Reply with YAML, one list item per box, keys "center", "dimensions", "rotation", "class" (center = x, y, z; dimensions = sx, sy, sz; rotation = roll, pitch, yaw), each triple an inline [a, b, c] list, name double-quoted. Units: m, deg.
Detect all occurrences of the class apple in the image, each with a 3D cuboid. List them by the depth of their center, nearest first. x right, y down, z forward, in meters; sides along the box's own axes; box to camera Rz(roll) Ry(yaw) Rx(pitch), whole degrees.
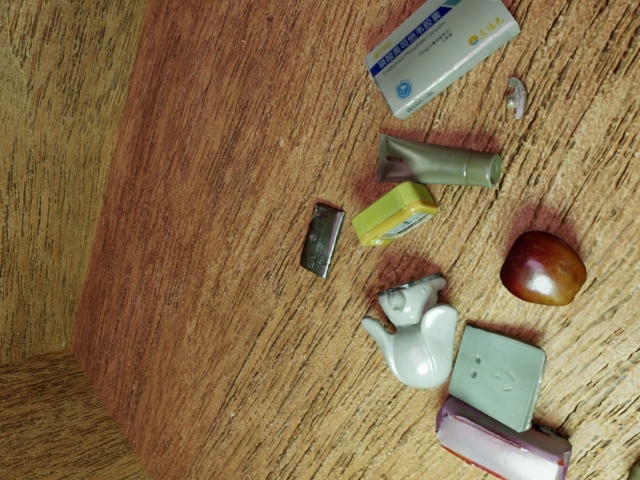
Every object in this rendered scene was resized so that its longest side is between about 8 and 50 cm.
- center: [0.490, 0.066, 0.893]
  dimensions: [0.158, 0.147, 0.156]
  rotation: [33, 91, 29]
  class: "apple"

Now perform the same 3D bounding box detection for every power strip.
- center: [0.435, 0.324, 0.990]
  dimensions: [0.213, 0.065, 0.198]
  rotation: [17, 90, 49]
  class: "power strip"

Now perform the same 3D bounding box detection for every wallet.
- center: [0.000, 0.000, 1.315]
  dimensions: [0.122, 0.031, 0.232]
  rotation: [24, 108, 31]
  class: "wallet"

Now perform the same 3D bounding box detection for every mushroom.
- center: [0.463, -0.337, 0.957]
  dimensions: [0.049, 0.019, 0.101]
  rotation: [-12, 86, 37]
  class: "mushroom"

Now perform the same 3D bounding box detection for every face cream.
- center: [0.291, -0.201, 1.065]
  dimensions: [0.341, 0.084, 0.137]
  rotation: [18, 113, 41]
  class: "face cream"

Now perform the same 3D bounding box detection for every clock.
- center: [0.199, -0.066, 1.094]
  dimensions: [0.202, 0.143, 0.096]
  rotation: [-37, 64, 33]
  class: "clock"

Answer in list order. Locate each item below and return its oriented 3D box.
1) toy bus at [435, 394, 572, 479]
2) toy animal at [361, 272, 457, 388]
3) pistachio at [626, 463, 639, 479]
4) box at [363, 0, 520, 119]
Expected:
- center: [0.425, 0.482, 0.972]
  dimensions: [0.303, 0.147, 0.127]
  rotation: [14, 96, 34]
  class: "toy bus"
- center: [0.251, 0.228, 1.058]
  dimensions: [0.249, 0.174, 0.289]
  rotation: [-47, 65, 30]
  class: "toy animal"
- center: [0.686, 0.542, 0.802]
  dimensions: [0.125, 0.124, 0.184]
  rotation: [-23, 86, 35]
  class: "pistachio"
- center: [0.294, -0.498, 1.041]
  dimensions: [0.343, 0.065, 0.200]
  rotation: [-33, 75, 33]
  class: "box"
